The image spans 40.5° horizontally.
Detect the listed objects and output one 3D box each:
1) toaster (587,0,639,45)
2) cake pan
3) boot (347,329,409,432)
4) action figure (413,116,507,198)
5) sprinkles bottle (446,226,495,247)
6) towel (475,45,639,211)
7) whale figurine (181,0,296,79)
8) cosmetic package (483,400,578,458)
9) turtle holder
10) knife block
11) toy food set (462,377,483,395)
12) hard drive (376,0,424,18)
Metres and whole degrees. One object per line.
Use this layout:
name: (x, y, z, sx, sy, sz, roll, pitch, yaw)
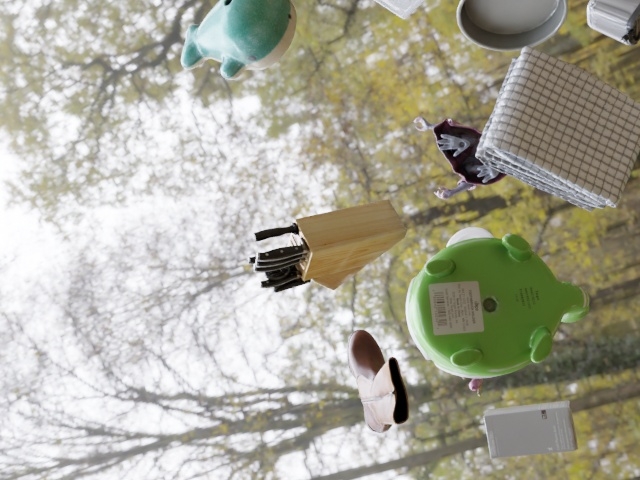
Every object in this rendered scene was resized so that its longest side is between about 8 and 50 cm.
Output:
toaster: (0.822, -0.630, 2.344, 0.146, 0.227, 0.129, 33, 168, 31)
cake pan: (0.515, -0.629, 2.343, 0.293, 0.293, 0.054, 38, -134, -43)
boot: (0.130, 0.311, 2.024, 0.280, 0.096, 0.264, 105, 162, -71)
action figure: (0.418, -0.267, 2.423, 0.370, 0.276, 0.248, -37, -72, -78)
sprinkles bottle: (0.404, 0.085, 2.048, 0.355, 0.121, 0.121, 39, -142, -56)
towel: (0.463, -0.206, 1.660, 0.284, 0.121, 0.235, 25, -105, -2)
whale figurine: (-0.183, -0.429, 1.744, 0.141, 0.272, 0.216, 35, -124, -51)
cosmetic package: (0.579, 0.522, 2.400, 0.107, 0.238, 0.127, -2, -100, -75)
turtle holder: (0.301, 0.106, 1.532, 0.243, 0.320, 0.227, 55, 169, 7)
knife block: (0.000, 0.000, 1.685, 0.242, 0.276, 0.088, 30, -153, -55)
toy food set: (0.289, 0.244, 1.655, 0.122, 0.019, 0.078, 46, -134, -38)
hard drive: (0.253, -0.759, 2.377, 0.210, 0.319, 0.040, 26, -127, -25)
